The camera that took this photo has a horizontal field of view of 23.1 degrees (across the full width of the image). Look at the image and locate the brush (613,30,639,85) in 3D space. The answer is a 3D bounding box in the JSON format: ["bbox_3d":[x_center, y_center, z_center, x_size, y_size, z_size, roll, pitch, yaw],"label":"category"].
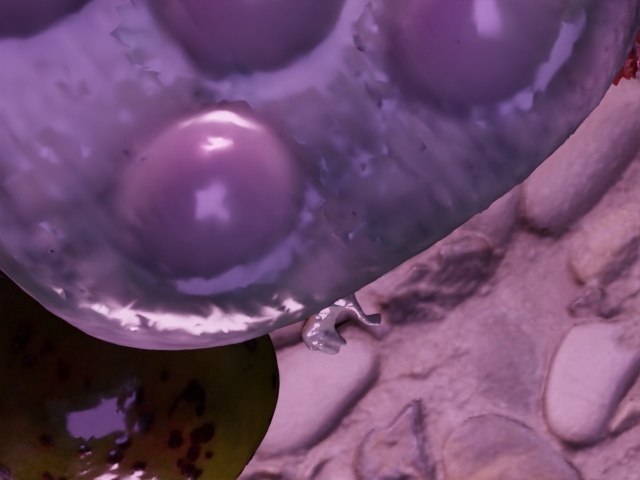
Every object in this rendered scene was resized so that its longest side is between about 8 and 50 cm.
[{"bbox_3d":[0.068,-0.083,0.997,0.321,0.050,0.060,-20,122,-1],"label":"brush"}]

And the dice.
[{"bbox_3d":[-0.066,-0.179,0.759,0.330,0.328,0.348,-35,118,5],"label":"dice"}]

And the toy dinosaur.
[{"bbox_3d":[0.000,0.002,1.018,0.106,0.044,0.187,-21,137,16],"label":"toy dinosaur"}]

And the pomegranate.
[{"bbox_3d":[-0.135,0.095,0.972,0.202,0.202,0.248,16,140,-19],"label":"pomegranate"}]
